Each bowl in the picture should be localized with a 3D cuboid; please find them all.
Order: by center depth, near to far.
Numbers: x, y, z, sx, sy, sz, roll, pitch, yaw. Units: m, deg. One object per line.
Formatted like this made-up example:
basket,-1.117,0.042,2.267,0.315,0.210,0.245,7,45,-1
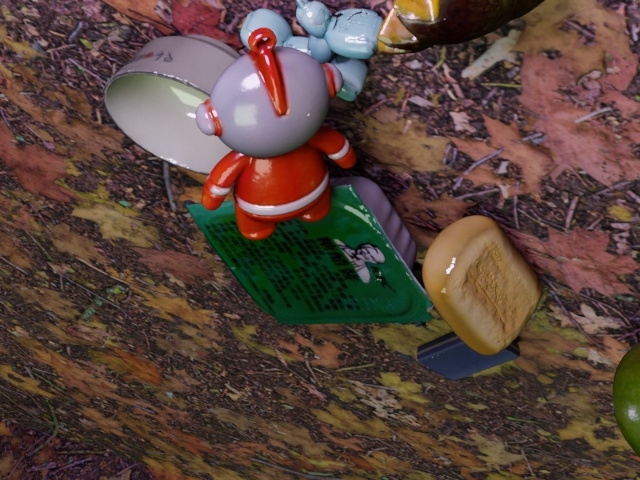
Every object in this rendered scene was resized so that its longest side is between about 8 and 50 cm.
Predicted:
bowl,-0.159,-0.185,1.401,0.212,0.112,0.211,18,151,10

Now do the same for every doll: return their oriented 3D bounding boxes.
doll,-0.014,-0.227,1.278,0.159,0.059,0.159,24,154,-6
doll,-0.057,-0.123,1.281,0.200,0.105,0.336,-18,147,-8

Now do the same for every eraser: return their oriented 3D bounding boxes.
eraser,0.244,0.188,1.837,0.082,0.036,0.225,31,151,-14

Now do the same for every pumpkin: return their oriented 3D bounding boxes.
pumpkin,0.157,-0.238,1.060,0.149,0.130,0.254,25,151,-4

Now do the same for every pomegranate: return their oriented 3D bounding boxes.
pomegranate,0.510,0.202,1.564,0.190,0.241,0.159,-27,92,29

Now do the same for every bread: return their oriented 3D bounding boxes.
bread,0.217,0.059,1.527,0.098,0.147,0.217,22,157,47

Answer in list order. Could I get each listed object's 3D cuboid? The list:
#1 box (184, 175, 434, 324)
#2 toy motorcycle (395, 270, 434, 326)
box,0.000,0.000,1.595,0.337,0.106,0.264,-5,132,40
toy motorcycle,0.081,0.088,1.728,0.221,0.102,0.150,-2,165,43
